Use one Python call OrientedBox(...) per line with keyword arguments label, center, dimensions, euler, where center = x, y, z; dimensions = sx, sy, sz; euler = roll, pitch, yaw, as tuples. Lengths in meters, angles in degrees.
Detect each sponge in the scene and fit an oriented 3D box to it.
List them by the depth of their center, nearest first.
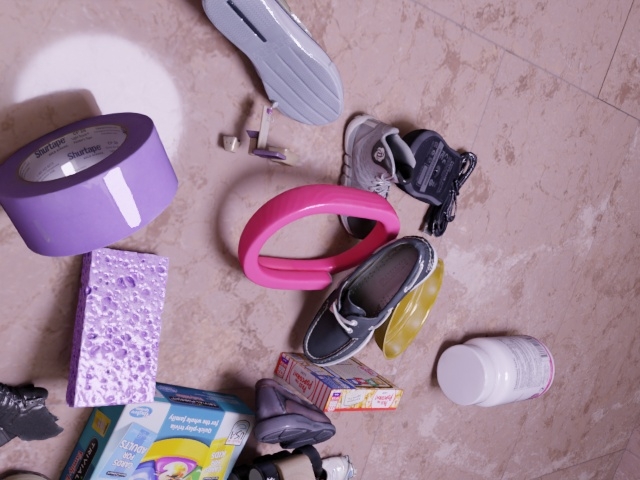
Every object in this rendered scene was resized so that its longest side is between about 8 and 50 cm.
OrientedBox(label="sponge", center=(-0.274, 0.119, 0.871), dimensions=(0.117, 0.031, 0.210), euler=(12, 78, -43))

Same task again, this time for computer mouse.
OrientedBox(label="computer mouse", center=(0.196, -0.125, 1.198), dimensions=(0.272, 0.072, 0.188), euler=(27, 89, -57))

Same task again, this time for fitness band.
OrientedBox(label="fitness band", center=(0.000, 0.000, 1.021), dimensions=(0.291, 0.054, 0.209), euler=(4, 139, -42))

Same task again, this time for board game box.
OrientedBox(label="board game box", center=(-0.281, 0.396, 1.011), dimensions=(0.254, 0.079, 0.336), euler=(24, 92, -44))
OrientedBox(label="board game box", center=(0.036, 0.259, 1.174), dimensions=(0.194, 0.147, 0.045), euler=(13, 100, -43))

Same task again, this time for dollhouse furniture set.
OrientedBox(label="dollhouse furniture set", center=(-0.079, -0.162, 0.963), dimensions=(0.114, 0.091, 0.081), euler=(10, 89, -71))

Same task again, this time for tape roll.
OrientedBox(label="tape roll", center=(-0.267, -0.070, 0.734), dimensions=(0.189, 0.189, 0.080), euler=(-35, 129, -24))

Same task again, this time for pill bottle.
OrientedBox(label="pill bottle", center=(0.416, 0.308, 1.514), dimensions=(0.283, 0.160, 0.160), euler=(5, 106, -41))

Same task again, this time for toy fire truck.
OrientedBox(label="toy fire truck", center=(-0.085, 0.496, 1.074), dimensions=(0.159, 0.217, 0.246), euler=(-7, 73, -39))

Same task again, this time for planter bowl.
OrientedBox(label="planter bowl", center=(0.144, 0.113, 1.223), dimensions=(0.217, 0.090, 0.217), euler=(-43, 148, -36))

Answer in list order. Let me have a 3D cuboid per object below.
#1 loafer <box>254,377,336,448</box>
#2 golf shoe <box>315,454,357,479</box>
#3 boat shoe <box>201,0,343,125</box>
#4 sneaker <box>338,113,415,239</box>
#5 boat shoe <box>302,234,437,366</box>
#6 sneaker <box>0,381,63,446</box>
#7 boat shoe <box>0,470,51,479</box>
OrientedBox(label="loafer", center=(-0.045, 0.310, 1.135), dimensions=(0.109, 0.095, 0.302), euler=(-20, 156, 6))
OrientedBox(label="golf shoe", center=(0.010, 0.534, 1.350), dimensions=(0.086, 0.069, 0.176), euler=(11, 99, -23))
OrientedBox(label="boat shoe", center=(-0.053, -0.277, 0.888), dimensions=(0.302, 0.109, 0.094), euler=(46, 35, -51))
OrientedBox(label="sneaker", center=(0.099, -0.091, 1.079), dimensions=(0.086, 0.132, 0.228), euler=(-20, 121, -33))
OrientedBox(label="boat shoe", center=(0.068, 0.102, 1.086), dimensions=(0.302, 0.114, 0.091), euler=(-50, 160, 12))
OrientedBox(label="sneaker", center=(-0.406, 0.211, 0.842), dimensions=(0.089, 0.051, 0.170), euler=(-26, 129, -30))
OrientedBox(label="boat shoe", center=(-0.452, 0.473, 0.840), dimensions=(0.123, 0.120, 0.323), euler=(23, 85, -24))
